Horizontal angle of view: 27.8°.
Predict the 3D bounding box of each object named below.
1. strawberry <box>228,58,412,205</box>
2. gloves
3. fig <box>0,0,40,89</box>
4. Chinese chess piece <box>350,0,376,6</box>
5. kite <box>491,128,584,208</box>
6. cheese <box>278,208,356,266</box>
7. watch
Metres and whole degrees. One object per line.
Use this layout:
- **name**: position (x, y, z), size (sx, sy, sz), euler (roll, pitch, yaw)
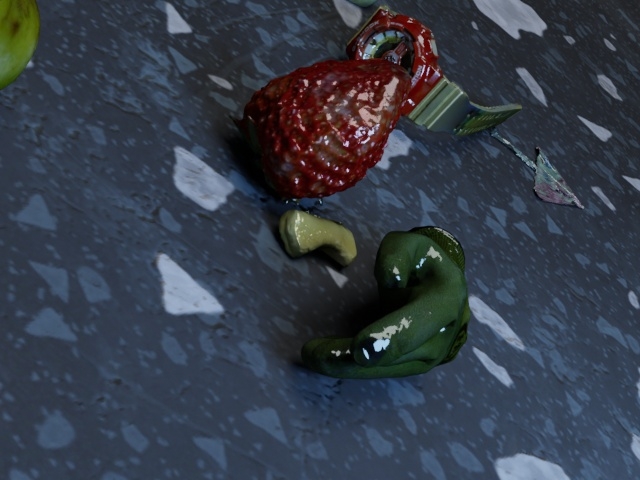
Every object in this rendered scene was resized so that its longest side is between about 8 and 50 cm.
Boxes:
- **strawberry**: position (0.003, -0.103, 1.136), size (0.131, 0.148, 0.131), euler (30, 32, -21)
- **gloves**: position (0.072, 0.053, 1.060), size (0.107, 0.135, 0.268), euler (7, 19, 21)
- **fig**: position (-0.266, -0.165, 0.907), size (0.136, 0.121, 0.153), euler (48, 29, 17)
- **Chinese chess piece**: position (0.041, -0.326, 1.596), size (0.084, 0.034, 0.084), euler (29, 34, -22)
- **kite**: position (0.270, -0.086, 1.594), size (0.156, 0.011, 0.139), euler (38, 27, -10)
- **cheese**: position (0.000, 0.000, 1.121), size (0.083, 0.030, 0.044), euler (20, 57, -44)
- **watch**: position (0.132, -0.192, 1.489), size (0.165, 0.102, 0.268), euler (49, 21, 13)
